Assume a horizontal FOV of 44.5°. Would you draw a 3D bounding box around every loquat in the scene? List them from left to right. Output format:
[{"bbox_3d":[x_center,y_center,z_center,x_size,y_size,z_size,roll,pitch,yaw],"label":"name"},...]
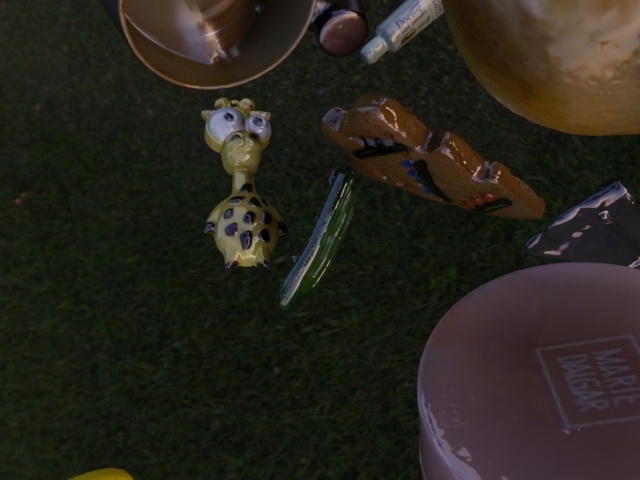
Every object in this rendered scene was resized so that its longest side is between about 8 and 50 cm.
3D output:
[{"bbox_3d":[0.276,-0.225,0.663,0.328,0.328,0.359,-35,58,23],"label":"loquat"}]

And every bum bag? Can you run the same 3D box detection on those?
[{"bbox_3d":[0.313,0.005,0.843,0.123,0.248,0.060,-27,52,29],"label":"bum bag"}]

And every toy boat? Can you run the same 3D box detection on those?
[{"bbox_3d":[0.000,0.000,1.030,0.052,0.104,0.210,25,79,7],"label":"toy boat"}]

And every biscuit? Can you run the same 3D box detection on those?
[{"bbox_3d":[0.139,-0.091,0.987,0.302,0.278,0.043,24,81,12],"label":"biscuit"}]

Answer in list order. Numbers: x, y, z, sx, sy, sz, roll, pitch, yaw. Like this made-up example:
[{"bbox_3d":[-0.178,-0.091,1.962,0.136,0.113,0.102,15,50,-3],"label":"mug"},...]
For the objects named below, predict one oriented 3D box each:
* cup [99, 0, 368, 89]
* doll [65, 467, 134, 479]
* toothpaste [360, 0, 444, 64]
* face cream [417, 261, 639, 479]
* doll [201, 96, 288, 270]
[{"bbox_3d":[-0.064,-0.226,0.588,0.166,0.239,0.177,96,153,-44],"label":"cup"},{"bbox_3d":[-0.227,0.333,0.741,0.111,0.252,0.237,3,56,36],"label":"doll"},{"bbox_3d":[0.151,-0.326,1.068,0.255,0.067,0.037,-43,33,-11],"label":"toothpaste"},{"bbox_3d":[0.119,0.095,0.348,0.149,0.149,0.104,15,136,26],"label":"face cream"},{"bbox_3d":[-0.111,-0.089,1.122,0.086,0.117,0.291,124,145,-57],"label":"doll"}]
